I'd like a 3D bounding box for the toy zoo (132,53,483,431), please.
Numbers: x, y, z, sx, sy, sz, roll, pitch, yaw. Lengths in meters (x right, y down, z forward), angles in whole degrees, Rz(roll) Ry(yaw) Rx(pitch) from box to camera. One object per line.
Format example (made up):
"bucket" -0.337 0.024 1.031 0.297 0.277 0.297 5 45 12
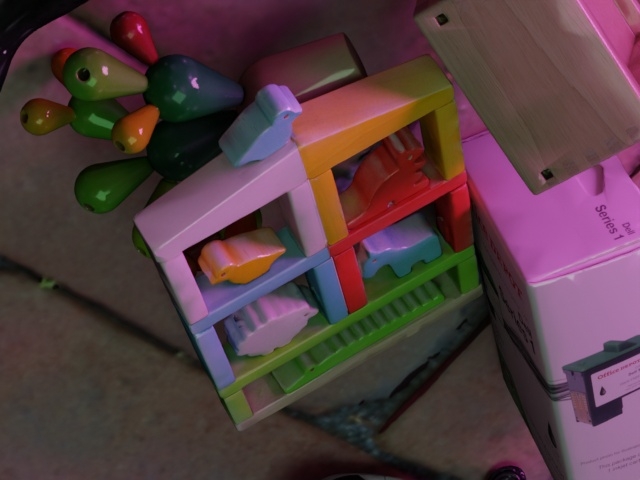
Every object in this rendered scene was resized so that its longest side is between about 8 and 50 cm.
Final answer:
"toy zoo" 0.000 0.000 1.035 0.192 0.030 0.293 -29 150 -8

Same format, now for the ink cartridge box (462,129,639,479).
"ink cartridge box" 0.165 0.046 1.120 0.092 0.160 0.219 -20 128 -2

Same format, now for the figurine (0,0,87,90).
"figurine" -0.213 -0.162 0.902 0.215 0.092 0.209 31 116 -32

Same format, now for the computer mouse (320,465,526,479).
"computer mouse" 0.054 0.199 1.277 0.193 0.042 0.106 12 126 -31

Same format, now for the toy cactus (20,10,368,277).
"toy cactus" -0.060 -0.068 0.999 0.180 0.112 0.219 -26 137 10

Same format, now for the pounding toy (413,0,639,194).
"pounding toy" 0.147 -0.101 1.015 0.094 0.181 0.206 -27 112 24
